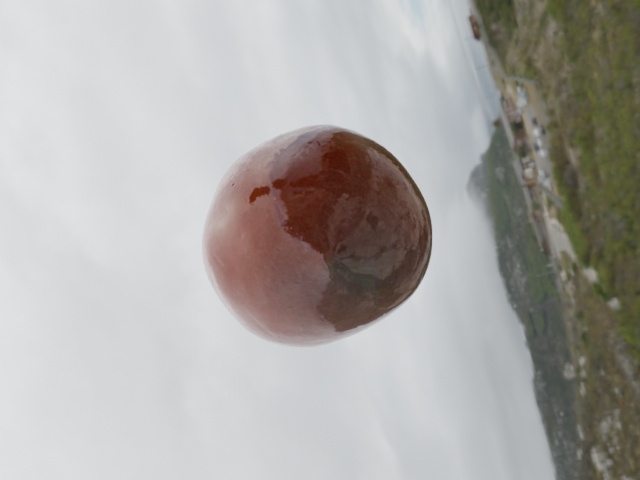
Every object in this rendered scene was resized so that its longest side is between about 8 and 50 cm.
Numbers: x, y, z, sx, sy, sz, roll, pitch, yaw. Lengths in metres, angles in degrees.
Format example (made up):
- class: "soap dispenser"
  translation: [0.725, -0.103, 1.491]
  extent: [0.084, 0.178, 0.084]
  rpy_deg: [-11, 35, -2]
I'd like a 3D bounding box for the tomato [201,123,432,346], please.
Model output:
- class: "tomato"
  translation: [0.000, 0.000, 1.013]
  extent: [0.321, 0.322, 0.321]
  rpy_deg: [-16, -90, -76]
